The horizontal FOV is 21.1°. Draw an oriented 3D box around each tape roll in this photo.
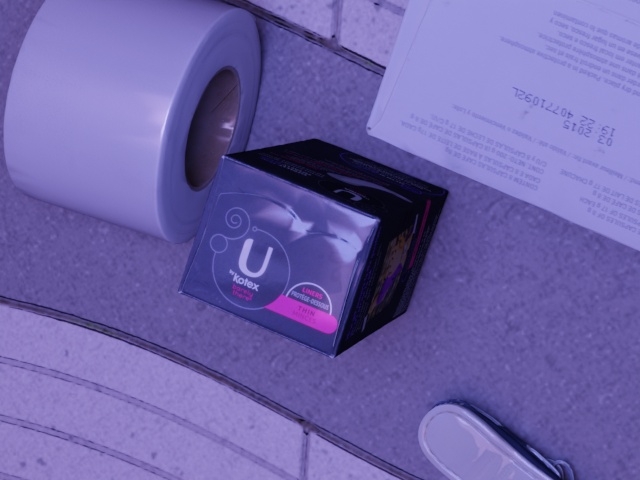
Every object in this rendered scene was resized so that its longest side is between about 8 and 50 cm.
[{"bbox_3d":[-0.182,-0.134,1.714,0.169,0.246,0.246,18,102,15],"label":"tape roll"}]

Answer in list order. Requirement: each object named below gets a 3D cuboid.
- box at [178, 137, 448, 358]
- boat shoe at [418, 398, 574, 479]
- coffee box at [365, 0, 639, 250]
[{"bbox_3d":[0.000,0.000,1.658,0.165,0.270,0.143,22,102,14],"label":"box"},{"bbox_3d":[0.205,0.257,1.726,0.254,0.079,0.095,39,109,12],"label":"boat shoe"},{"bbox_3d":[0.284,-0.233,1.447,0.338,0.334,0.338,24,128,9],"label":"coffee box"}]
